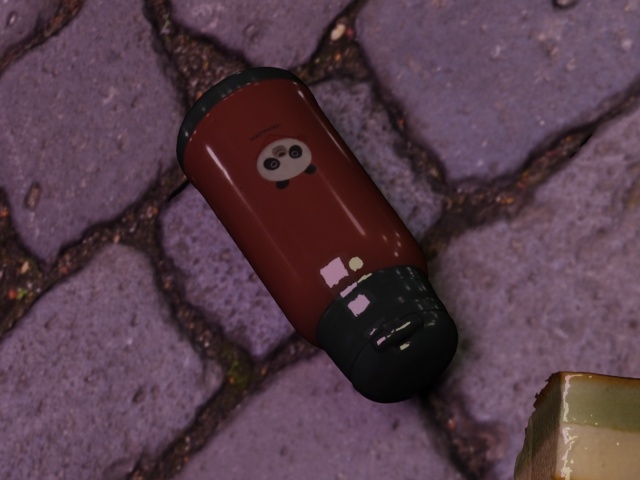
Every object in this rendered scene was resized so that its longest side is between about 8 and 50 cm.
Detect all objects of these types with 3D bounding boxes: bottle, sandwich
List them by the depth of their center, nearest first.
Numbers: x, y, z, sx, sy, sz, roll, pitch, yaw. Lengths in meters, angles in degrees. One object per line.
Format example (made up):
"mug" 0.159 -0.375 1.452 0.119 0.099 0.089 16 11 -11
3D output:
"sandwich" 0.255 0.183 1.499 0.186 0.220 0.108 8 71 -2
"bottle" 0.000 0.000 1.704 0.144 0.144 0.336 -43 56 13
